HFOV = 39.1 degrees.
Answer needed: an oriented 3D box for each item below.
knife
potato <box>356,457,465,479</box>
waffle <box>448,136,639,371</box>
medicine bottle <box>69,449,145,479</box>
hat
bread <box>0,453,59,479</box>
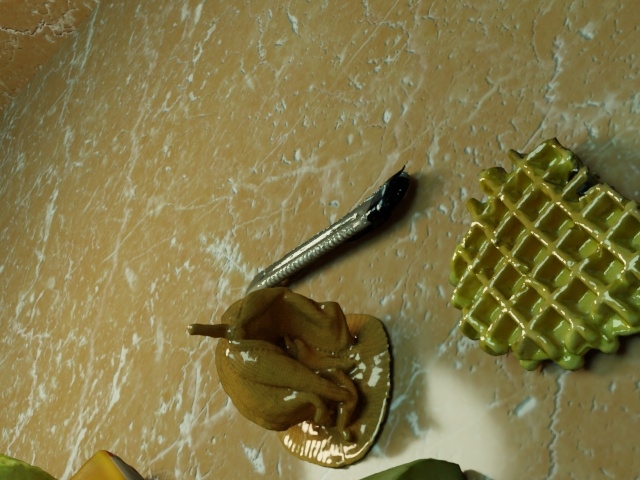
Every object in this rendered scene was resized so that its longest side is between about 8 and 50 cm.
[{"bbox_3d":[0.004,0.005,1.332,0.365,0.043,0.089,-35,9,38],"label":"knife"},{"bbox_3d":[0.013,0.387,0.896,0.280,0.213,0.330,-39,39,31],"label":"potato"},{"bbox_3d":[0.250,0.003,0.978,0.309,0.065,0.283,-14,57,47],"label":"waffle"},{"bbox_3d":[-0.313,0.435,1.367,0.149,0.112,0.222,-49,32,-11],"label":"medicine bottle"},{"bbox_3d":[-0.071,0.157,1.149,0.233,0.233,0.244,-44,37,28],"label":"hat"},{"bbox_3d":[-0.581,0.523,1.497,0.308,0.348,0.348,-7,61,57],"label":"bread"}]
